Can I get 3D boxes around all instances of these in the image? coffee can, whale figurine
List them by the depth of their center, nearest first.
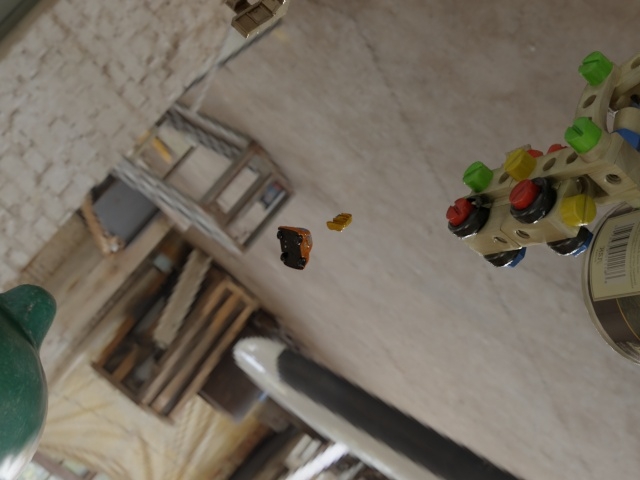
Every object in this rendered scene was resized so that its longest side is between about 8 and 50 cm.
[{"bbox_3d":[-0.293,0.058,0.727,0.141,0.216,0.272,105,148,-58],"label":"whale figurine"},{"bbox_3d":[0.425,0.028,1.071,0.201,0.201,0.275,42,163,-8],"label":"coffee can"}]

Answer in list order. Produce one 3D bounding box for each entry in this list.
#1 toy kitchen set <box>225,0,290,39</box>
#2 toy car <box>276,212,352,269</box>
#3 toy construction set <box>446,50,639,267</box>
[{"bbox_3d":[-0.093,-0.347,1.486,0.068,0.083,0.075,43,150,11],"label":"toy kitchen set"},{"bbox_3d":[0.000,0.000,1.261,0.122,0.040,0.060,-7,112,42],"label":"toy car"},{"bbox_3d":[0.249,-0.078,1.088,0.151,0.215,0.327,31,157,-6],"label":"toy construction set"}]
